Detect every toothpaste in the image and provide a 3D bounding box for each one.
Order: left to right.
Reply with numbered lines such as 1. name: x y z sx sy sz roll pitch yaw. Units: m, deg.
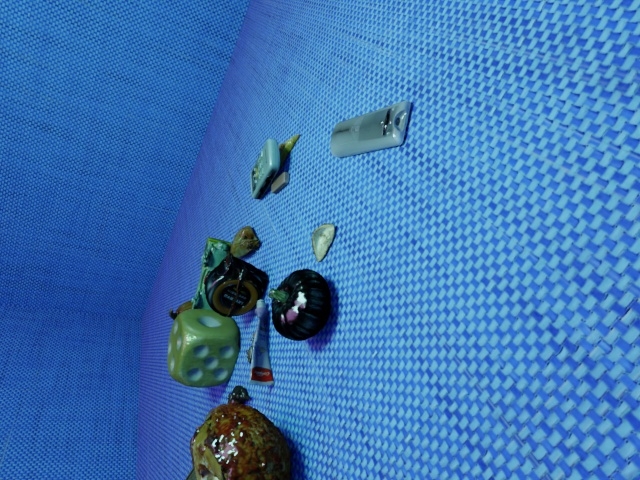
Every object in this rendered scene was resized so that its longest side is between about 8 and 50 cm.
1. toothpaste: -0.194 0.329 1.397 0.048 0.075 0.300 -29 46 25

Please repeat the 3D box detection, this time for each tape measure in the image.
1. tape measure: -0.311 0.168 1.537 0.222 0.202 0.135 -51 33 14

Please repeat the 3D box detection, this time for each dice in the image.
1. dice: -0.465 0.420 1.679 0.238 0.227 0.232 36 111 59

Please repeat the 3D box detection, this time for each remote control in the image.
1. remote control: -0.223 -0.276 1.682 0.296 0.056 0.140 139 127 -61
2. remote control: 0.114 -0.293 1.133 0.313 0.055 0.109 8 84 61

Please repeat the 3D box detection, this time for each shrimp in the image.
1. shrimp: -0.309 0.004 1.763 0.267 0.061 0.145 -7 62 62

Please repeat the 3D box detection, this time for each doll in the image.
1. doll: -0.297 0.570 1.488 0.165 0.057 0.138 -158 80 -66

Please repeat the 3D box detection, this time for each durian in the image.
1. durian: 0.007 0.000 1.227 0.066 0.052 0.130 33 115 20

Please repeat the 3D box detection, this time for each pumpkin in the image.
1. pumpkin: -0.051 0.172 1.138 0.194 0.150 0.194 -5 80 28

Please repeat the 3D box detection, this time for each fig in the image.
1. fig: -0.639 0.363 2.038 0.175 0.207 0.174 -8 81 55

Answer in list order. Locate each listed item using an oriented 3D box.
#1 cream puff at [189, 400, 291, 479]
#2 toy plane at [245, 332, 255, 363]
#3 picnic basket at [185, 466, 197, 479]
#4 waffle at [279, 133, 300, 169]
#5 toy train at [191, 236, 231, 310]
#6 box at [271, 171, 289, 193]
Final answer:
1. cream puff: -0.198 0.586 1.113 0.351 0.229 0.349 19 115 48
2. toy plane: -0.236 0.382 1.486 0.049 0.031 0.120 -31 53 46
3. picnic basket: -0.326 0.784 1.349 0.266 0.139 0.165 -58 33 29
4. waffle: -0.137 -0.375 1.658 0.191 0.032 0.125 -52 34 34
5. toy train: -0.494 0.177 1.936 0.237 0.151 0.368 -158 83 -70
6. box: -0.153 -0.217 1.613 0.115 0.025 0.047 -30 57 53
